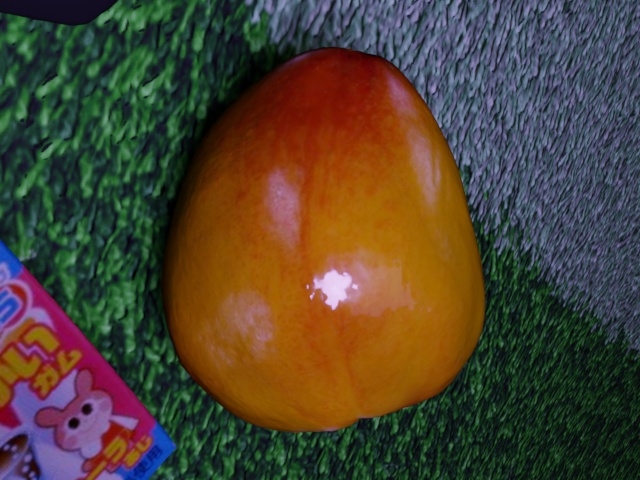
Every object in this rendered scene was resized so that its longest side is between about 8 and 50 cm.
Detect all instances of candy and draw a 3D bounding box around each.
[{"bbox_3d":[-0.251,0.124,0.753,0.157,0.100,0.306,-47,138,-20],"label":"candy"}]

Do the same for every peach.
[{"bbox_3d":[-0.004,0.000,0.840,0.289,0.289,0.308,-29,103,-36],"label":"peach"}]

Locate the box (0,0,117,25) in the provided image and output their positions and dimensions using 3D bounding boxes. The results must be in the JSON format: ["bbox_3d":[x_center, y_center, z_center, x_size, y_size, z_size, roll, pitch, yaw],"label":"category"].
[{"bbox_3d":[-0.190,-0.276,0.564,0.288,0.073,0.290,-1,131,-49],"label":"box"}]
